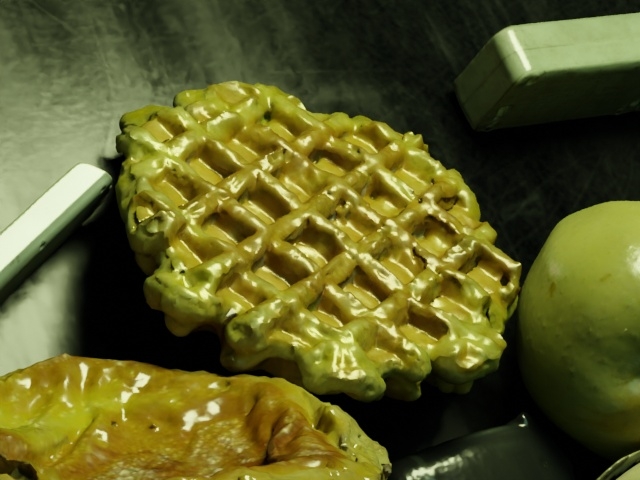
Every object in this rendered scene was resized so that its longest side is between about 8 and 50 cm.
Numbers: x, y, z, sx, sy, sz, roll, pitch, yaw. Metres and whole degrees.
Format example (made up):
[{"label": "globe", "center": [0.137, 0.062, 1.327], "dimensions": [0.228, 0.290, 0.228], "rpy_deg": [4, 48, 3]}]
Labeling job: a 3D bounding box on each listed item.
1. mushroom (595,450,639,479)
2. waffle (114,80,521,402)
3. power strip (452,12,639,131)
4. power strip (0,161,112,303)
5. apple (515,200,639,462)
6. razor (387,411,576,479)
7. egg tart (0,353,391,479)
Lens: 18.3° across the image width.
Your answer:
[{"label": "mushroom", "center": [0.237, 0.218, 1.368], "dimensions": [0.154, 0.122, 0.154], "rpy_deg": [-5, 101, -29]}, {"label": "waffle", "center": [0.000, 0.000, 1.389], "dimensions": [0.302, 0.068, 0.325], "rpy_deg": [11, 39, -24]}, {"label": "power strip", "center": [0.247, -0.144, 1.645], "dimensions": [0.288, 0.093, 0.053], "rpy_deg": [-9, 64, -33]}, {"label": "power strip", "center": [-0.218, 0.030, 1.293], "dimensions": [0.027, 0.060, 0.253], "rpy_deg": [40, 48, 2]}, {"label": "apple", "center": [0.232, 0.063, 1.432], "dimensions": [0.200, 0.200, 0.200], "rpy_deg": [14, 52, -19]}, {"label": "razor", "center": [0.110, 0.176, 1.371], "dimensions": [0.148, 0.054, 0.090], "rpy_deg": [-16, 70, -35]}, {"label": "egg tart", "center": [-0.123, 0.161, 1.141], "dimensions": [0.352, 0.352, 0.150], "rpy_deg": [1, 97, -28]}]
